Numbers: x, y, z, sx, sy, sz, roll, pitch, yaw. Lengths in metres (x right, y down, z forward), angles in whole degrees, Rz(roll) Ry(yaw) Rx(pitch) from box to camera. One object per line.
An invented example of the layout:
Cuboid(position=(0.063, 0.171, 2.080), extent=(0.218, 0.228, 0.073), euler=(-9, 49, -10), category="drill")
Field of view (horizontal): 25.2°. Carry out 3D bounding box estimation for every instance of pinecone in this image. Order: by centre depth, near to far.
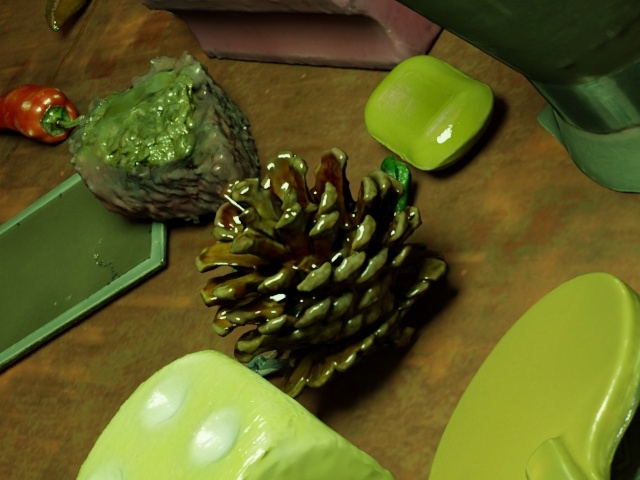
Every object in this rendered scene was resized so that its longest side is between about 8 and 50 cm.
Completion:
Cuboid(position=(-0.005, 0.019, 1.058), extent=(0.179, 0.195, 0.150), euler=(-45, 52, -3), category="pinecone")

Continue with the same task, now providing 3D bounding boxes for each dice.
Cuboid(position=(-0.054, 0.188, 0.961), extent=(0.169, 0.169, 0.166), euler=(-54, 34, -8), category="dice")

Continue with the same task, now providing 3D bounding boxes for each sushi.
Cuboid(position=(-0.154, -0.080, 1.363), extent=(0.161, 0.107, 0.241), euler=(-34, 39, 10), category="sushi")

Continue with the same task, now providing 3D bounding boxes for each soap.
Cuboid(position=(0.090, -0.105, 1.187), extent=(0.089, 0.045, 0.140), euler=(-51, 36, 2), category="soap")
Cuboid(position=(-0.001, -0.296, 1.395), extent=(0.359, 0.128, 0.233), euler=(14, 69, 52), category="soap")

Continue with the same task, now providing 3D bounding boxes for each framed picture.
Cuboid(position=(-0.263, 0.013, 1.488), extent=(0.293, 0.018, 0.231), euler=(-32, 38, 24), category="framed picture")

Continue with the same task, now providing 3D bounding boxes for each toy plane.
Cuboid(position=(-0.046, 0.104, 1.159), extent=(0.084, 0.024, 0.078), euler=(-11, 32, 42), category="toy plane")

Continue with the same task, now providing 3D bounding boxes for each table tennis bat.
Cuboid(position=(0.130, 0.121, 0.818), extent=(0.198, 0.050, 0.321), euler=(-53, 13, 10), category="table tennis bat")

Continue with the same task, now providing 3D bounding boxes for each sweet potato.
Cuboid(position=(-0.303, -0.363, 1.854), extent=(0.057, 0.057, 0.265), euler=(-19, 41, 36), category="sweet potato")

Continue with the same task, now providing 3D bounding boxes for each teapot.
Cuboid(position=(0.176, -0.216, 0.938), extent=(0.300, 0.344, 0.253), euler=(-22, 44, 33), category="teapot")

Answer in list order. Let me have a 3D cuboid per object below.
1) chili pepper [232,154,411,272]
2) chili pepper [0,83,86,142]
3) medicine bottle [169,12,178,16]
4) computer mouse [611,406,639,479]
Cuboid(position=(0.002, 0.003, 1.180), extent=(0.182, 0.050, 0.073), euler=(-30, 32, 22), category="chili pepper")
Cuboid(position=(-0.346, -0.151, 1.700), extent=(0.071, 0.063, 0.272), euler=(-48, 30, -21), category="chili pepper")
Cuboid(position=(-0.134, -0.272, 1.584), extent=(0.089, 0.052, 0.052), euler=(10, 65, 51), category="medicine bottle")
Cuboid(position=(0.185, 0.142, 0.829), extent=(0.126, 0.071, 0.231), euler=(-31, 38, 25), category="computer mouse")
